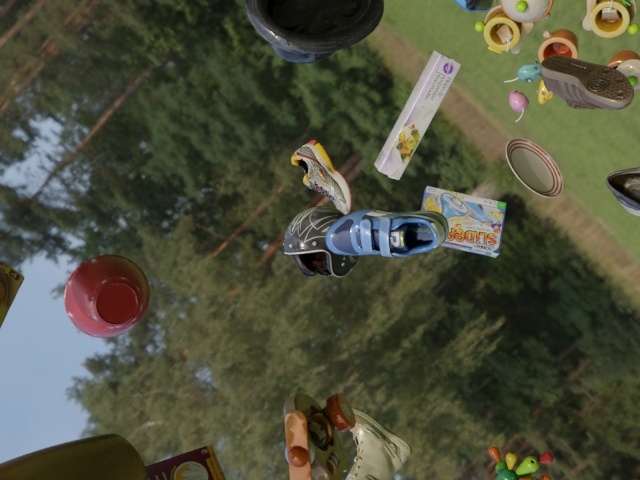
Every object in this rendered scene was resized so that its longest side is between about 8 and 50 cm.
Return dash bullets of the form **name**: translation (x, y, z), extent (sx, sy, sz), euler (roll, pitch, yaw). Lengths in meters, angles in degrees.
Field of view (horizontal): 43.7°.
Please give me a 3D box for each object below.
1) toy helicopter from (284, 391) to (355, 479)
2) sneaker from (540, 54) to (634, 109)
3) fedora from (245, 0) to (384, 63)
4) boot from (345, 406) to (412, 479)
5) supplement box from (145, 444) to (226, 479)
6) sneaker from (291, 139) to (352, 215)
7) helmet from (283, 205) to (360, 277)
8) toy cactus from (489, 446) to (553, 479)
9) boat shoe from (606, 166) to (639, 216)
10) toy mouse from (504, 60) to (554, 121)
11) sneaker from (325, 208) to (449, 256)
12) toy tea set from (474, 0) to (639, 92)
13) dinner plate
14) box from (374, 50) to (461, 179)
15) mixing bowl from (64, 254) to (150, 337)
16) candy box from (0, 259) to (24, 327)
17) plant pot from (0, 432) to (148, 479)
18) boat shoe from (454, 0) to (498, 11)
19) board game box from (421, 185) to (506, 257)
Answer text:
- **toy helicopter**: translation (0.009, 0.478, 1.643), extent (0.235, 0.140, 0.355), euler (36, -152, -60)
- **sneaker**: translation (0.441, -0.248, 1.313), extent (0.188, 0.066, 0.071), euler (47, 167, 48)
- **fedora**: translation (-0.018, -0.534, 1.912), extent (0.334, 0.334, 0.152), euler (48, 156, 15)
- **boot**: translation (0.096, 0.517, 1.943), extent (0.213, 0.165, 0.077), euler (32, 149, 10)
- **supplement box**: translation (-0.271, 0.462, 1.457), extent (0.188, 0.081, 0.104), euler (-13, -128, -27)
- **sneaker**: translation (0.004, -0.151, 2.093), extent (0.225, 0.092, 0.088), euler (55, 160, 14)
- **helmet**: translation (0.000, 0.000, 1.834), extent (0.162, 0.169, 0.169), euler (56, -173, -25)
- **toy cactus**: translation (0.334, 0.463, 1.531), extent (0.180, 0.219, 0.112), euler (-15, -106, -29)
- **boat shoe**: translation (0.635, -0.079, 1.432), extent (0.092, 0.103, 0.285), euler (19, -177, -29)
- **toy mouse**: translation (0.437, -0.332, 1.704), extent (0.031, 0.161, 0.143), euler (33, -176, -41)
- **sneaker**: translation (0.075, -0.008, 0.916), extent (0.059, 0.144, 0.053), euler (-60, -37, -73)
- **toy tea set**: translation (0.447, -0.370, 1.444), extent (0.335, 0.200, 0.124), euler (23, -132, 10)
- **dinner plate**: translation (0.406, -0.137, 1.526), extent (0.141, 0.017, 0.141), euler (18, -131, -22)
- **box**: translation (0.237, -0.307, 1.977), extent (0.063, 0.324, 0.067), euler (22, -164, -17)
- **mixing bowl**: translation (-0.433, 0.125, 1.663), extent (0.181, 0.181, 0.098), euler (39, 169, -25)
- **candy box**: translation (-0.690, 0.052, 1.379), extent (0.316, 0.087, 0.183), euler (42, -152, -28)
- **plant pot**: translation (-0.402, 0.415, 1.241), extent (0.237, 0.237, 0.254), euler (47, -141, 12)
- **boat shoe**: translation (0.457, -0.698, 2.244), extent (0.109, 0.089, 0.258), euler (35, -148, 3)
- **board game box**: translation (0.343, -0.045, 1.943), extent (0.201, 0.136, 0.035), euler (11, 163, -1)
